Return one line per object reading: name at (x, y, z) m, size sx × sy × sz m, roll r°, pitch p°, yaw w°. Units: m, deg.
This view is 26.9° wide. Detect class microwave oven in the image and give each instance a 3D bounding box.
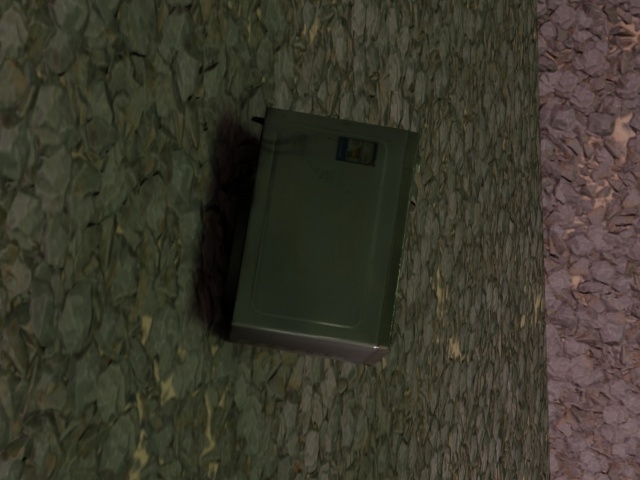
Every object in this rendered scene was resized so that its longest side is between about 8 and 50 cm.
microwave oven at (0.000, 0.000, 1.234) m, size 0.129 × 0.163 × 0.205 m, roll 110°, pitch -10°, yaw -76°
